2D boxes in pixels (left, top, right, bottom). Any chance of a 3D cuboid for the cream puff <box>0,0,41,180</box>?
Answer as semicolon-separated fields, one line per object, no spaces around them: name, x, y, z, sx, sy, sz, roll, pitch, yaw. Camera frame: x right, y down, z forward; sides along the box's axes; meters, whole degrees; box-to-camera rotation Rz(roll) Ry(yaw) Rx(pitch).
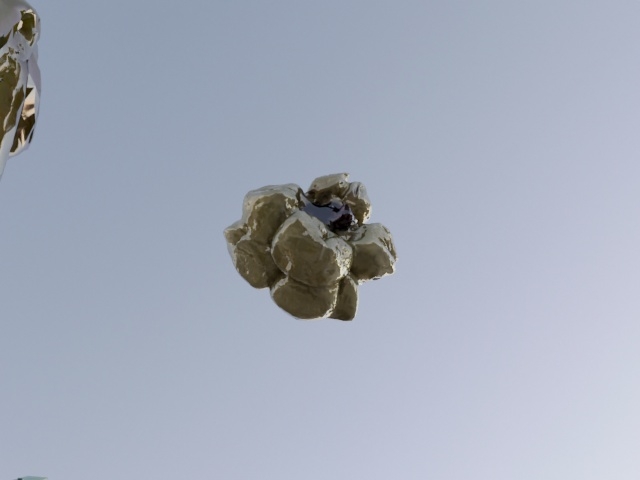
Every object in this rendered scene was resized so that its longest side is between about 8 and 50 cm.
cream puff;-0.280;-0.065;0.335;0.275;0.378;0.378;18;-62;-11

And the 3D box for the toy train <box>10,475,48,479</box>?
toy train;-0.344;0.327;0.923;0.122;0.081;0.050;5;-101;4

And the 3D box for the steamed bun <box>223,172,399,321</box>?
steamed bun;0.000;0.000;0.841;0.177;0.192;0.106;-15;-34;-36
